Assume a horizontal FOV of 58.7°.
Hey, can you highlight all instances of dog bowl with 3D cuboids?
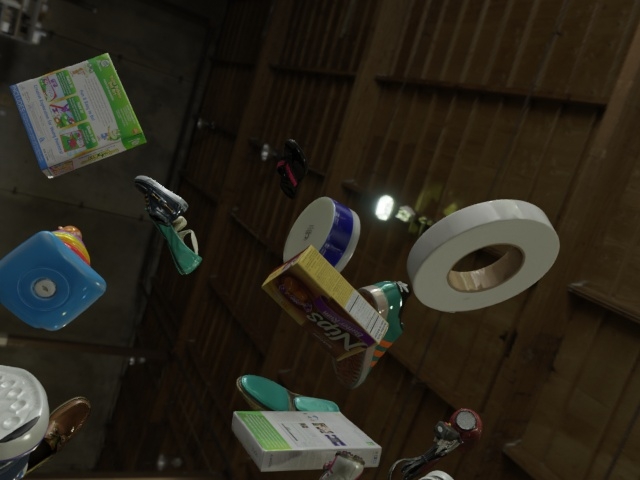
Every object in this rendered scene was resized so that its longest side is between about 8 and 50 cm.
[{"bbox_3d":[0.000,0.000,1.783,0.265,0.104,0.265,-41,-148,33],"label":"dog bowl"}]

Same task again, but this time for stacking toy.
[{"bbox_3d":[-0.555,0.036,1.205,0.165,0.175,0.302,-38,-154,3],"label":"stacking toy"}]

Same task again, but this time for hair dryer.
[{"bbox_3d":[0.289,0.486,1.366,0.224,0.293,0.080,-49,-130,23],"label":"hair dryer"}]

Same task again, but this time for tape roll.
[{"bbox_3d":[0.419,0.052,1.485,0.392,0.392,0.072,-50,-142,38],"label":"tape roll"}]

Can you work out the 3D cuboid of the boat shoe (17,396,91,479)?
[{"bbox_3d":[-0.847,0.630,1.795,0.307,0.111,0.104,-47,-157,-27],"label":"boat shoe"}]

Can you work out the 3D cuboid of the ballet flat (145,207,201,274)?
[{"bbox_3d":[-0.405,-0.017,1.607,0.247,0.087,0.083,55,-9,21],"label":"ballet flat"}]

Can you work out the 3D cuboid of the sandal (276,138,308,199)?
[{"bbox_3d":[-0.067,-0.141,1.206,0.067,0.040,0.179,47,-28,18],"label":"sandal"}]

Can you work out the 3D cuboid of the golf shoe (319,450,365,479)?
[{"bbox_3d":[0.043,0.506,1.208,0.186,0.067,0.086,113,-1,-51],"label":"golf shoe"}]

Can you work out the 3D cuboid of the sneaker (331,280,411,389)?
[{"bbox_3d":[0.115,0.206,1.215,0.108,0.121,0.302,52,-39,35],"label":"sneaker"}]

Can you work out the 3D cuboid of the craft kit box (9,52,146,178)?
[{"bbox_3d":[-0.584,-0.305,1.375,0.061,0.246,0.250,96,-31,-72],"label":"craft kit box"}]

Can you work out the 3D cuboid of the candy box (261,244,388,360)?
[{"bbox_3d":[0.007,0.106,0.923,0.109,0.187,0.053,-33,-166,44],"label":"candy box"}]

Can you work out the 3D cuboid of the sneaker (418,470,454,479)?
[{"bbox_3d":[0.208,0.853,1.564,0.169,0.257,0.448,24,-85,40],"label":"sneaker"}]

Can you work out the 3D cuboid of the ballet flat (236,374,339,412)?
[{"bbox_3d":[-0.108,0.509,1.712,0.123,0.348,0.123,-53,-156,36],"label":"ballet flat"}]

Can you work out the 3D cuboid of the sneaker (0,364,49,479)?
[{"bbox_3d":[-0.484,0.321,0.872,0.322,0.130,0.236,9,-62,39],"label":"sneaker"}]

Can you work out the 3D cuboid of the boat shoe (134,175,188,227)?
[{"bbox_3d":[-0.451,-0.107,1.532,0.083,0.183,0.065,-53,158,-24],"label":"boat shoe"}]

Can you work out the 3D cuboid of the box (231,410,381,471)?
[{"bbox_3d":[-0.040,0.503,1.445,0.232,0.321,0.059,16,-85,64],"label":"box"}]
